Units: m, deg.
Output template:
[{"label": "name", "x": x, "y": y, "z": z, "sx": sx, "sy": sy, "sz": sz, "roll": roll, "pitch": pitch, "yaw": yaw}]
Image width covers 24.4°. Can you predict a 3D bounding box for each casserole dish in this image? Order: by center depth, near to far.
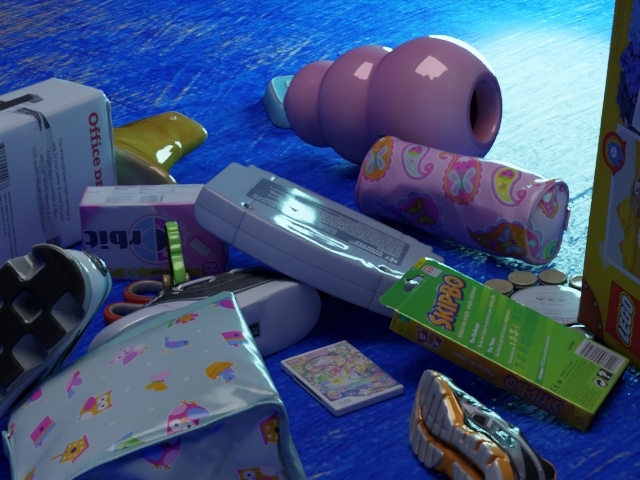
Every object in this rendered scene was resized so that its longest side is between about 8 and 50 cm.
[{"label": "casserole dish", "x": -0.031, "y": -0.228, "z": 2.392, "sx": 0.114, "sy": 0.037, "sz": 0.188, "roll": -5, "pitch": 25, "yaw": -8}]

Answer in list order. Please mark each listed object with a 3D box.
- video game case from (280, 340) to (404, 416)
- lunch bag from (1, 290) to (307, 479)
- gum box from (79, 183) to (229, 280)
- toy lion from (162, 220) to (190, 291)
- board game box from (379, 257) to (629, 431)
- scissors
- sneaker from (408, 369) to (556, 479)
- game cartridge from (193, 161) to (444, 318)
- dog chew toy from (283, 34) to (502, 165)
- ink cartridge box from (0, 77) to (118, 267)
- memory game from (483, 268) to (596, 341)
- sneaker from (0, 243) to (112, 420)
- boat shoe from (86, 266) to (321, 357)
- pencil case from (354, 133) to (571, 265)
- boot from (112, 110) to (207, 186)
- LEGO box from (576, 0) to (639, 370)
[{"label": "video game case", "x": 0.023, "y": 0.150, "z": 1.632, "sx": 0.087, "sy": 0.011, "sz": 0.122, "roll": -16, "pitch": 29, "yaw": -27}, {"label": "lunch bag", "x": -0.164, "y": 0.191, "z": 1.383, "sx": 0.262, "sy": 0.160, "sz": 0.223, "roll": -21, "pitch": 29, "yaw": -7}, {"label": "gum box", "x": -0.212, "y": -0.010, "z": 1.868, "sx": 0.188, "sy": 0.107, "sz": 0.062, "roll": -1, "pitch": 26, "yaw": 2}, {"label": "toy lion", "x": -0.171, "y": 0.029, "z": 1.755, "sx": 0.034, "sy": 0.096, "sz": 0.100, "roll": -7, "pitch": 27, "yaw": -10}, {"label": "board game box", "x": 0.195, "y": 0.107, "z": 1.605, "sx": 0.259, "sy": 0.039, "sz": 0.124, "roll": 30, "pitch": 35, "yaw": 16}, {"label": "scissors", "x": -0.109, "y": 0.081, "z": 1.780, "sx": 0.297, "sy": 0.021, "sz": 0.109, "roll": 3, "pitch": 24, "yaw": 6}, {"label": "sneaker", "x": 0.153, "y": 0.198, "z": 1.462, "sx": 0.083, "sy": 0.084, "sz": 0.215, "roll": 5, "pitch": 24, "yaw": -25}, {"label": "game cartridge", "x": 0.000, "y": 0.000, "z": 1.760, "sx": 0.294, "sy": 0.060, "sz": 0.196, "roll": 25, "pitch": 14, "yaw": 4}, {"label": "dog chew toy", "x": 0.092, "y": -0.194, "z": 2.144, "sx": 0.332, "sy": 0.206, "sz": 0.206, "roll": 6, "pitch": 26, "yaw": 34}, {"label": "ink cartridge box", "x": -0.403, "y": -0.076, "z": 1.914, "sx": 0.114, "sy": 0.197, "sz": 0.273, "roll": 20, "pitch": 33, "yaw": 38}, {"label": "memory game", "x": 0.274, "y": 0.080, "z": 1.761, "sx": 0.186, "sy": 0.012, "sz": 0.186, "roll": -1, "pitch": 26, "yaw": 0}, {"label": "sneaker", "x": -0.335, "y": 0.131, "z": 1.493, "sx": 0.330, "sy": 0.122, "sz": 0.146, "roll": -37, "pitch": -8, "yaw": 11}, {"label": "boat shoe", "x": -0.143, "y": 0.091, "z": 1.658, "sx": 0.301, "sy": 0.108, "sz": 0.102, "roll": -19, "pitch": 31, "yaw": -36}, {"label": "pencil case", "x": 0.183, "y": -0.056, "z": 1.928, "sx": 0.284, "sy": 0.124, "sz": 0.124, "roll": 17, "pitch": 31, "yaw": 36}, {"label": "boot", "x": -0.234, "y": -0.122, "z": 2.107, "sx": 0.295, "sy": 0.104, "sz": 0.211, "roll": 17, "pitch": 32, "yaw": 42}, {"label": "LEGO box", "x": 0.461, "y": -0.070, "z": 1.490, "sx": 0.193, "sy": 0.500, "sz": 0.372, "roll": -11, "pitch": 29, "yaw": -23}]
